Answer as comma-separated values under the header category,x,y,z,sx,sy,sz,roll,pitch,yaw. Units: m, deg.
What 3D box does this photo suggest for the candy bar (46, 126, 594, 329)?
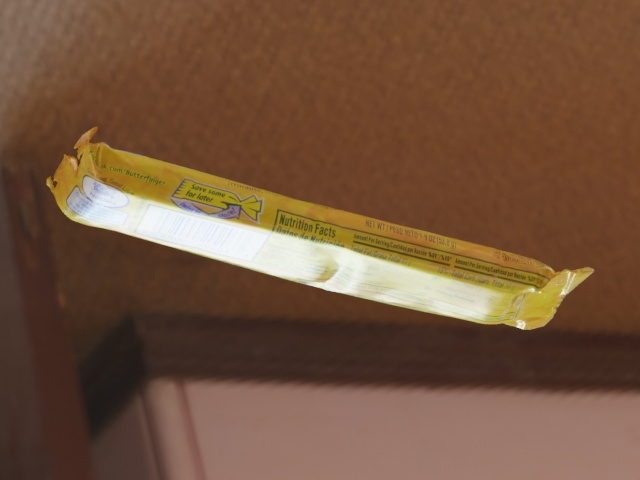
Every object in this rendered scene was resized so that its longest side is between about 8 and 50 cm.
category,x,y,z,sx,sy,sz,roll,pitch,yaw
candy bar,0.000,0.000,0.580,0.161,0.018,0.040,15,151,-13
